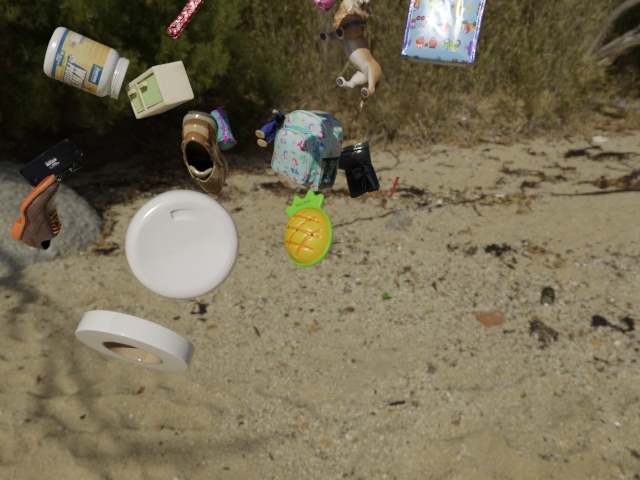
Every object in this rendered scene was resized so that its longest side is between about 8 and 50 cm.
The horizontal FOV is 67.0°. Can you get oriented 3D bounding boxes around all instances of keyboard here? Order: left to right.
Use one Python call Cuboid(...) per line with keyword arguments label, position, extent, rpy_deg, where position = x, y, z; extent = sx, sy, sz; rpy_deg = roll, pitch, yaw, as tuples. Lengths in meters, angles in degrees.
Cuboid(label="keyboard", position=(-0.826, -0.227, 1.499), extent=(0.192, 0.100, 0.038), rpy_deg=(-50, 14, -33))

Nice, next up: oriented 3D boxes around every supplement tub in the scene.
Cuboid(label="supplement tub", position=(-0.674, -0.509, 1.403), extent=(0.199, 0.144, 0.144), rpy_deg=(18, 3, -25))
Cuboid(label="supplement tub", position=(-0.317, -0.003, 1.114), extent=(0.228, 0.229, 0.316), rpy_deg=(-6, 8, -16))

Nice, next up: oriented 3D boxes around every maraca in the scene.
Cuboid(label="maraca", position=(-0.031, -0.028, 1.114), extent=(0.127, 0.186, 0.099), rpy_deg=(-18, -26, 23))

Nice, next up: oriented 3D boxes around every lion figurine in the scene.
Cuboid(label="lion figurine", position=(0.140, -0.681, 1.753), extent=(0.142, 0.392, 0.240), rpy_deg=(-1, 26, 40))

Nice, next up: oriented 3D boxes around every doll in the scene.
Cuboid(label="doll", position=(-0.169, -0.433, 1.814), extent=(0.046, 0.129, 0.189), rpy_deg=(18, 48, 26))

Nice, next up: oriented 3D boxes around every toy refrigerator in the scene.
Cuboid(label="toy refrigerator", position=(-0.470, -0.424, 1.383), extent=(0.094, 0.102, 0.269), rpy_deg=(-27, 19, -32))

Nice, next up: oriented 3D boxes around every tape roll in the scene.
Cuboid(label="tape roll", position=(-0.618, 0.346, 1.625), extent=(0.391, 0.072, 0.392), rpy_deg=(10, -30, 6))

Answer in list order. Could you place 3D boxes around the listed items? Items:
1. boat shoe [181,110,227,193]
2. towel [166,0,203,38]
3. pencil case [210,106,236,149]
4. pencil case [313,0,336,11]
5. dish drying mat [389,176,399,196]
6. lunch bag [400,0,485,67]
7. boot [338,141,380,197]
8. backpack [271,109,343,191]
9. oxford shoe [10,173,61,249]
Cuboid(label="boat shoe", position=(-0.356, -0.236, 1.443), extent=(0.122, 0.120, 0.324), rpy_deg=(3, -31, 1))
Cuboid(label="towel", position=(-0.333, -0.675, 1.321), extent=(0.031, 0.275, 0.199), rpy_deg=(35, 8, -30))
Cuboid(label="pencil case", position=(-0.357, -0.408, 1.768), extent=(0.064, 0.152, 0.070), rpy_deg=(-11, -25, -22))
Cuboid(label="pencil case", position=(0.046, -0.808, 1.464), extent=(0.098, 0.209, 0.095), rpy_deg=(39, 34, -8))
Cuboid(label="dish drying mat", position=(0.289, -0.211, 1.899), extent=(0.008, 0.083, 0.032), rpy_deg=(27, 28, 18))
Cuboid(label="lunch bag", position=(0.385, -0.701, 1.484), extent=(0.220, 0.293, 0.138), rpy_deg=(11, 17, 11))
Cuboid(label="boot", position=(0.102, -0.267, 1.931), extent=(0.246, 0.207, 0.094), rpy_deg=(-12, 4, 11))
Cuboid(label="backpack", position=(-0.043, -0.317, 1.655), extent=(0.225, 0.254, 0.191), rpy_deg=(32, 27, 33))
Cuboid(label="oxford shoe", position=(-0.691, -0.067, 1.219), extent=(0.271, 0.098, 0.097), rpy_deg=(-38, 23, 41))
